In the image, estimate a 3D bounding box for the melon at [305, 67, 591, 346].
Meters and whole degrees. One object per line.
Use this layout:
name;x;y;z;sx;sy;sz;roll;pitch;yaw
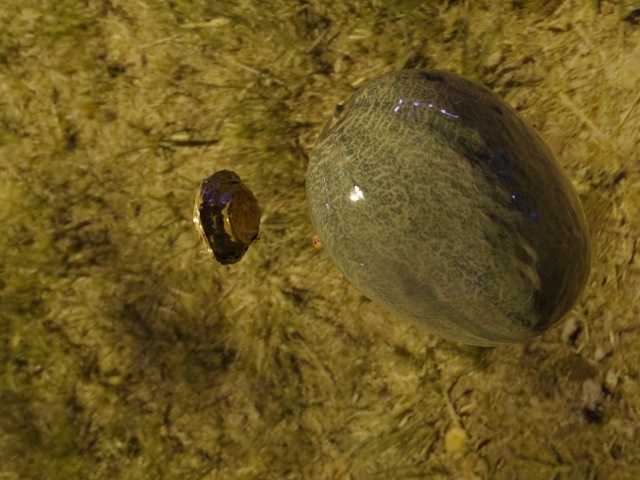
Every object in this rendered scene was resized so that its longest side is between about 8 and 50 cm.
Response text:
melon;0.133;-0.028;0.932;0.329;0.248;0.249;43;120;-12

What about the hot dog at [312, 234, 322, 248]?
hot dog;0.000;0.000;2.007;0.083;0.021;0.037;144;110;-68

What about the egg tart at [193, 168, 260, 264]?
egg tart;-0.116;-0.032;1.186;0.052;0.130;0.130;-6;102;28
